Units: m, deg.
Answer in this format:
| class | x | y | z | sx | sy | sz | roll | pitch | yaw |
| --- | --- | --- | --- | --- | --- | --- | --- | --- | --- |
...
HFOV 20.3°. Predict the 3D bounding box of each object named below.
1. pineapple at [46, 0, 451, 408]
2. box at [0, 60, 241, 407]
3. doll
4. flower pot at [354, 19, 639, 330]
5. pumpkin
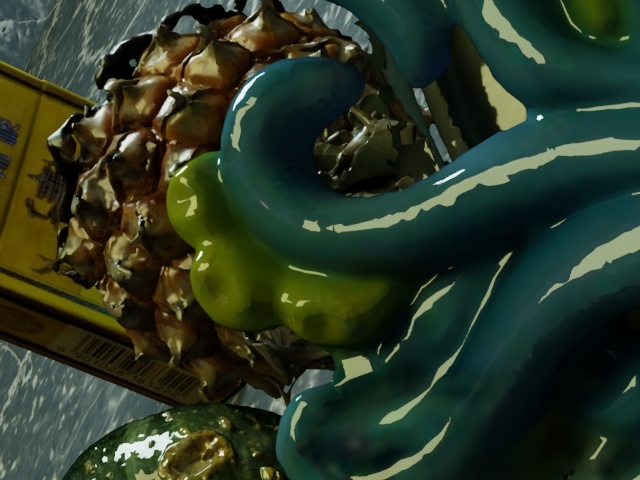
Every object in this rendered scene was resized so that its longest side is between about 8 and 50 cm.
| class | x | y | z | sx | sy | sz | roll | pitch | yaw |
| --- | --- | --- | --- | --- | --- | --- | --- | --- | --- |
| pineapple | 0.000 | 0.000 | 0.981 | 0.262 | 0.262 | 0.272 | -64 | 23 | 2 |
| box | -0.193 | -0.009 | 1.372 | 0.084 | 0.301 | 0.193 | -43 | 29 | 48 |
| doll | 0.120 | -0.023 | 0.467 | 0.341 | 0.346 | 0.099 | -38 | -11 | 17 |
| flower pot | 0.199 | -0.069 | 0.607 | 0.259 | 0.290 | 0.290 | -35 | 34 | 31 |
| pumpkin | -0.065 | 0.178 | 1.026 | 0.190 | 0.190 | 0.146 | -60 | 35 | 11 |
